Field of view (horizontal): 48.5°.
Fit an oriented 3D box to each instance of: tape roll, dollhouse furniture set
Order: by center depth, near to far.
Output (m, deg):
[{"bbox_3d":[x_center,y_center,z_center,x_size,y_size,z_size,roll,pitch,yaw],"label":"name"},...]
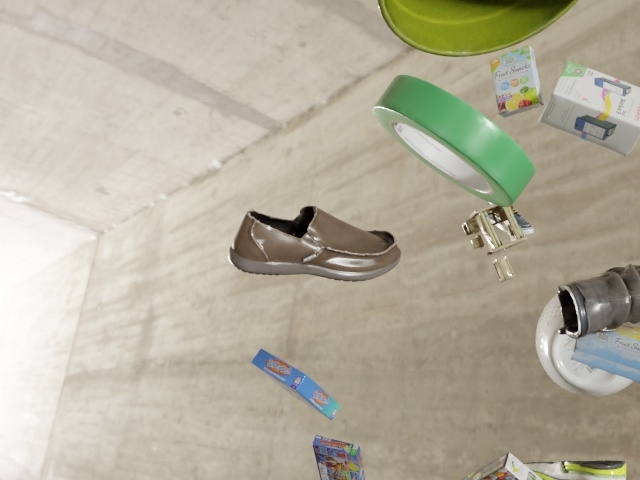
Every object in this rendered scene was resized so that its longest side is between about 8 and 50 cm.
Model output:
[{"bbox_3d":[0.248,-0.185,1.342,0.321,0.077,0.321,36,0,0],"label":"tape roll"},{"bbox_3d":[0.448,0.008,1.772,0.101,0.182,0.161,-21,-10,-5],"label":"dollhouse furniture set"}]

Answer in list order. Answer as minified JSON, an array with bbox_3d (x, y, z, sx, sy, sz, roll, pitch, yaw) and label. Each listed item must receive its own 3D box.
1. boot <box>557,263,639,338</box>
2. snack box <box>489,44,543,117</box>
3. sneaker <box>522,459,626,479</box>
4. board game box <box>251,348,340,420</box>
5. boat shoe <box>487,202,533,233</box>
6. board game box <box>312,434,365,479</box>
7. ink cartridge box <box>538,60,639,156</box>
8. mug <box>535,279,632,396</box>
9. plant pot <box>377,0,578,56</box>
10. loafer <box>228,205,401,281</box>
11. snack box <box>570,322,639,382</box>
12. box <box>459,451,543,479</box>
[{"bbox_3d":[0.419,0.068,0.927,0.222,0.118,0.338,-14,-16,18],"label":"boot"},{"bbox_3d":[0.457,-0.371,1.664,0.100,0.141,0.037,-13,-12,33],"label":"snack box"},{"bbox_3d":[0.426,0.451,1.247,0.111,0.121,0.300,4,-20,-9],"label":"sneaker"},{"bbox_3d":[-0.058,0.359,1.769,0.160,0.047,0.210,23,-20,37],"label":"board game box"},{"bbox_3d":[0.528,-0.076,1.999,0.065,0.083,0.183,-10,21,-25],"label":"boat shoe"},{"bbox_3d":[0.055,0.649,2.063,0.136,0.035,0.201,9,-46,19],"label":"board game box"},{"bbox_3d":[0.628,-0.301,1.615,0.212,0.154,0.093,27,-39,11],"label":"ink cartridge box"},{"bbox_3d":[0.718,0.227,1.770,0.374,0.276,0.328,-35,-10,22],"label":"mug"},{"bbox_3d":[0.245,-0.568,1.196,0.366,0.353,0.366,-7,-31,-4],"label":"plant pot"},{"bbox_3d":[0.000,0.000,1.446,0.365,0.130,0.134,0,24,-19],"label":"loafer"},{"bbox_3d":[0.502,0.160,1.114,0.174,0.070,0.207,17,13,24],"label":"snack box"},{"bbox_3d":[0.301,0.454,1.241,0.114,0.036,0.207,40,-48,0],"label":"box"}]
